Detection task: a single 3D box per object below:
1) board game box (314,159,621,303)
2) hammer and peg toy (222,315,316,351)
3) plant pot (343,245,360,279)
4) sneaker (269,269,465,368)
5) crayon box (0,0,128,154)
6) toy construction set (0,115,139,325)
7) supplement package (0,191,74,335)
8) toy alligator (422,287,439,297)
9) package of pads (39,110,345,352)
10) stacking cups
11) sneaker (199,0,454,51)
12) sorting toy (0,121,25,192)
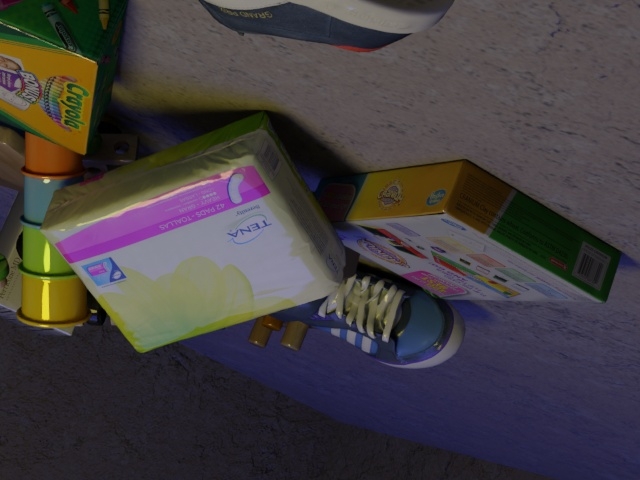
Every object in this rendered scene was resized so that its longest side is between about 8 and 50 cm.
[{"bbox_3d":[0.157,-0.003,1.506,0.242,0.064,0.316,28,166,-26],"label":"board game box"},{"bbox_3d":[-0.189,0.072,2.241,0.361,0.127,0.266,26,168,-17],"label":"hammer and peg toy"},{"bbox_3d":[0.000,0.000,1.709,0.109,0.109,0.096,12,177,36],"label":"plant pot"},{"bbox_3d":[0.034,0.090,1.933,0.323,0.130,0.236,17,171,45],"label":"sneaker"},{"bbox_3d":[-0.305,-0.199,1.355,0.165,0.081,0.278,22,161,-6],"label":"crayon box"},{"bbox_3d":[-0.267,-0.022,1.697,0.309,0.257,0.237,27,152,13],"label":"toy construction set"},{"bbox_3d":[-0.446,0.010,2.088,0.145,0.262,0.204,26,166,-21],"label":"supplement package"},{"bbox_3d":[0.196,0.059,1.726,0.190,0.051,0.056,9,163,43],"label":"toy alligator"},{"bbox_3d":[-0.143,0.002,1.502,0.296,0.101,0.229,-18,126,20],"label":"package of pads"},{"bbox_3d":[-0.322,-0.055,1.570,0.096,0.316,0.096,5,-166,-1],"label":"stacking cups"},{"bbox_3d":[-0.083,-0.217,0.873,0.350,0.131,0.148,24,162,-13],"label":"sneaker"},{"bbox_3d":[-0.477,-0.156,1.853,0.255,0.089,0.257,16,166,22],"label":"sorting toy"}]
